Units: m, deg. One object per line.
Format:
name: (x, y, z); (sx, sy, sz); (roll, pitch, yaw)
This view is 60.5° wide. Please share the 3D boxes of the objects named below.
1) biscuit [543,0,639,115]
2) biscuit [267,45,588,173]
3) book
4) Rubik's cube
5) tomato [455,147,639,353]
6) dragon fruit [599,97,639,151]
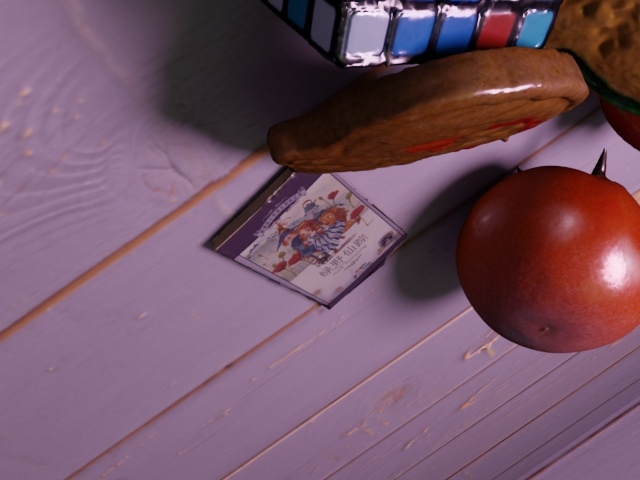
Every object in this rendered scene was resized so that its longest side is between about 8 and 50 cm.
biscuit: (0.260, -0.221, 0.479); (0.344, 0.287, 0.057); (41, 65, -22)
biscuit: (0.093, -0.098, 0.480); (0.258, 0.049, 0.273); (-11, 180, 34)
book: (0.000, 0.001, 0.677); (0.157, 0.026, 0.231); (-44, 138, 11)
Rubik's cube: (0.057, -0.240, 0.369); (0.184, 0.187, 0.182); (-12, 133, -26)
tomato: (0.307, 0.026, 0.725); (0.255, 0.256, 0.224); (71, 36, -47)
dragon fruit: (0.460, -0.189, 0.651); (0.224, 0.227, 0.224); (-25, 143, -20)
